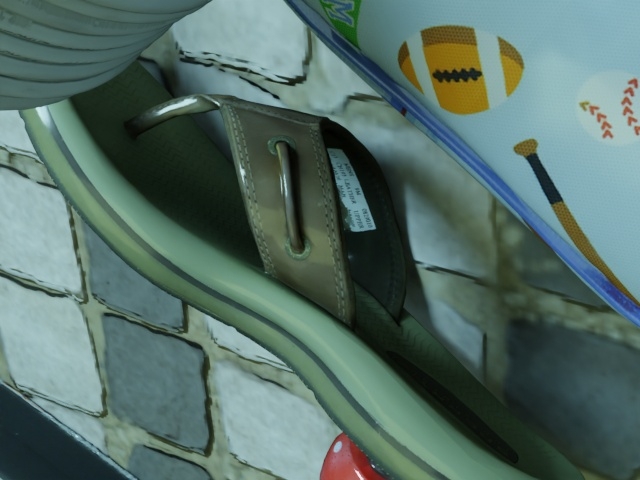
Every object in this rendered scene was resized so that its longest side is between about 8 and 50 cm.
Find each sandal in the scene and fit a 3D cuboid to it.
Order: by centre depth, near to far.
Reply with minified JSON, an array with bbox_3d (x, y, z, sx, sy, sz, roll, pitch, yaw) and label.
[{"bbox_3d":[0.001,0.001,0.532,0.302,0.120,0.086,40,107,6],"label":"sandal"}]

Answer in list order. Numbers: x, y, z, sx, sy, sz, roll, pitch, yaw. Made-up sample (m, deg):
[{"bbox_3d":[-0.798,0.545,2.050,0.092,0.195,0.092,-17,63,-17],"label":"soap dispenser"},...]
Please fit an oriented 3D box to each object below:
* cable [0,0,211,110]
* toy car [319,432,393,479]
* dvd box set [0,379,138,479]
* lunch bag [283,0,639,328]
[{"bbox_3d":[-0.106,-0.172,0.379,0.089,0.257,0.257,-19,117,30],"label":"cable"},{"bbox_3d":[0.118,0.175,0.583,0.225,0.053,0.239,-28,100,45],"label":"toy car"},{"bbox_3d":[-0.147,0.322,0.881,0.307,0.062,0.420,32,133,16],"label":"dvd box set"},{"bbox_3d":[0.129,-0.115,0.339,0.243,0.115,0.303,41,134,4],"label":"lunch bag"}]
